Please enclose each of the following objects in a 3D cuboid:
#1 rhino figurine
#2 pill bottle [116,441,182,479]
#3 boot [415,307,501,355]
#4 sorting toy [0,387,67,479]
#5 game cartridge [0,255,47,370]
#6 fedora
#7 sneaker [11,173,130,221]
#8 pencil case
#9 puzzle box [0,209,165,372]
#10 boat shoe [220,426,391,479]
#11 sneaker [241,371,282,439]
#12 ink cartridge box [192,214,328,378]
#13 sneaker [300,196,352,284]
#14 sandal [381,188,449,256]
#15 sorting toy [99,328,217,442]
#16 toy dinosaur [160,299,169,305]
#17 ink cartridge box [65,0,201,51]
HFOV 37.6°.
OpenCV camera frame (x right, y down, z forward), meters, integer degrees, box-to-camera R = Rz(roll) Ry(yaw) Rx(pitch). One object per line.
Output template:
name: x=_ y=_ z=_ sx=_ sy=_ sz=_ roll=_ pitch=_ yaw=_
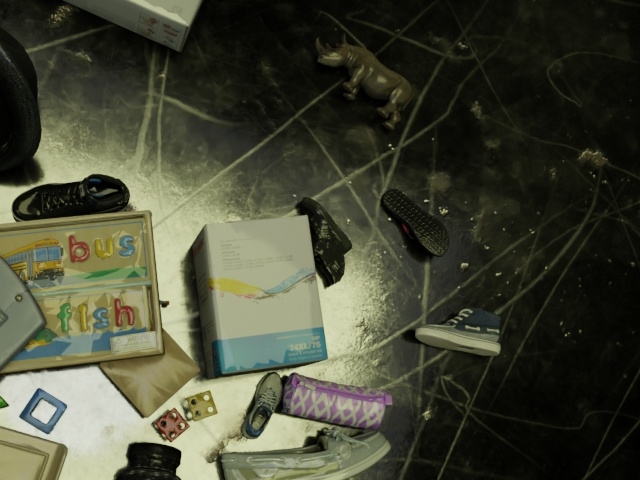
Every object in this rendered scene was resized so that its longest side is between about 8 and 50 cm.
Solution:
rhino figurine: x=0.088 y=-0.346 z=1.964 sx=0.243 sy=0.073 sz=0.106 roll=37 pitch=76 yaw=-4
pill bottle: x=-0.307 y=0.475 z=1.653 sx=0.123 sy=0.123 sz=0.219 roll=12 pitch=63 yaw=-12
boot: x=0.282 y=0.177 z=1.917 sx=0.190 sy=0.069 sz=0.086 roll=15 pitch=68 yaw=-20
sorting toy: x=-0.564 y=0.424 z=1.646 sx=0.196 sy=0.047 sz=0.347 roll=18 pitch=74 yaw=-6
game cartridge: x=-0.631 y=0.095 z=1.629 sx=0.297 sy=0.062 sz=0.198 roll=43 pitch=75 yaw=3
fedora: x=-0.621 y=-0.293 z=1.689 sx=0.334 sy=0.334 sz=0.152 roll=32 pitch=39 yaw=-7
sneaker: x=-0.462 y=-0.085 z=1.736 sx=0.217 sy=0.121 sz=0.079 roll=-8 pitch=80 yaw=-16
pencil case: x=0.026 y=0.305 z=1.804 sx=0.206 sy=0.088 sz=0.086 roll=13 pitch=41 yaw=-15
puzzle box: x=-0.496 y=0.095 z=1.695 sx=0.409 sy=0.052 sz=0.272 roll=-7 pitch=80 yaw=-7
boat shoe: x=-0.024 y=0.407 z=1.758 sx=0.321 sy=0.118 sz=0.103 roll=-14 pitch=87 yaw=-10
sneaker: x=-0.103 y=0.314 z=1.784 sx=0.052 sy=0.058 sz=0.135 roll=23 pitch=73 yaw=-9
ink cartridge box: x=-0.119 y=0.108 z=1.748 sx=0.197 sy=0.198 sz=0.270 roll=-6 pitch=81 yaw=-15
sneaker: x=-0.001 y=0.000 z=1.879 sx=0.170 sy=0.051 sz=0.089 roll=48 pitch=67 yaw=-5
sandal: x=0.199 y=-0.036 z=1.952 sx=0.067 sy=0.040 sz=0.179 roll=-39 pitch=76 yaw=-24
sorting toy: x=-0.310 y=0.245 z=1.743 sx=0.132 sy=0.046 sz=0.274 roll=-42 pitch=85 yaw=-19
toy dinosaur: x=-0.329 y=0.106 z=1.777 sx=0.082 sy=0.047 sz=0.090 roll=-3 pitch=68 yaw=-34
ink cartridge box: x=-0.362 y=-0.570 z=1.859 sx=0.310 sy=0.130 sz=0.271 roll=23 pitch=72 yaw=-10
